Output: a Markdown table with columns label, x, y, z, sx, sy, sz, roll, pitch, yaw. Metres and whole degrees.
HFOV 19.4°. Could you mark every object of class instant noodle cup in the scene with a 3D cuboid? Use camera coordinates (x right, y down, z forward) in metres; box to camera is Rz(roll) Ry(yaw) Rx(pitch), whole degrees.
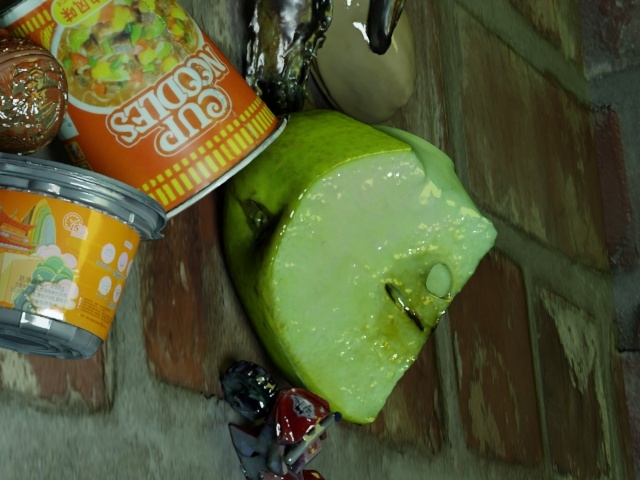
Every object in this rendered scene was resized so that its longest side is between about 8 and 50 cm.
| label | x | y | z | sx | sy | sz | roll | pitch | yaw |
| --- | --- | --- | --- | --- | --- | --- | --- | --- | --- |
| instant noodle cup | -0.161 | -0.136 | 1.574 | 0.212 | 0.193 | 0.193 | 55 | 28 | -12 |
| instant noodle cup | -0.217 | 0.019 | 1.421 | 0.208 | 0.178 | 0.125 | 20 | 75 | -30 |

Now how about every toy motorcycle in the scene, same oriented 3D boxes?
| label | x | y | z | sx | sy | sz | roll | pitch | yaw |
| --- | --- | --- | --- | --- | --- | --- | --- | --- | --- |
| toy motorcycle | -0.022 | 0.211 | 1.844 | 0.082 | 0.122 | 0.213 | -37 | 120 | -31 |

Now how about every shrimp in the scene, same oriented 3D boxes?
| label | x | y | z | sx | sy | sz | roll | pitch | yaw |
| --- | --- | --- | --- | --- | --- | --- | --- | --- | --- |
| shrimp | 0.021 | -0.268 | 2.074 | 0.233 | 0.071 | 0.364 | 6 | 92 | -42 |

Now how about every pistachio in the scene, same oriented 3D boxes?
| label | x | y | z | sx | sy | sz | roll | pitch | yaw |
| --- | --- | --- | --- | --- | --- | --- | --- | --- | --- |
| pistachio | 0.041 | -0.240 | 2.200 | 0.226 | 0.136 | 0.136 | 64 | 27 | -28 |

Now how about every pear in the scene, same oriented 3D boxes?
| label | x | y | z | sx | sy | sz | roll | pitch | yaw |
| --- | --- | --- | --- | --- | --- | --- | --- | --- | --- |
| pear | 0.000 | 0.000 | 1.905 | 0.282 | 0.176 | 0.286 | 37 | 84 | -38 |

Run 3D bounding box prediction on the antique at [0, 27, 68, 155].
| label | x | y | z | sx | sy | sz | roll | pitch | yaw |
| --- | --- | --- | --- | --- | --- | --- | --- | --- | --- |
| antique | -0.246 | -0.112 | 1.472 | 0.104 | 0.104 | 0.104 | -10 | 90 | -68 |
